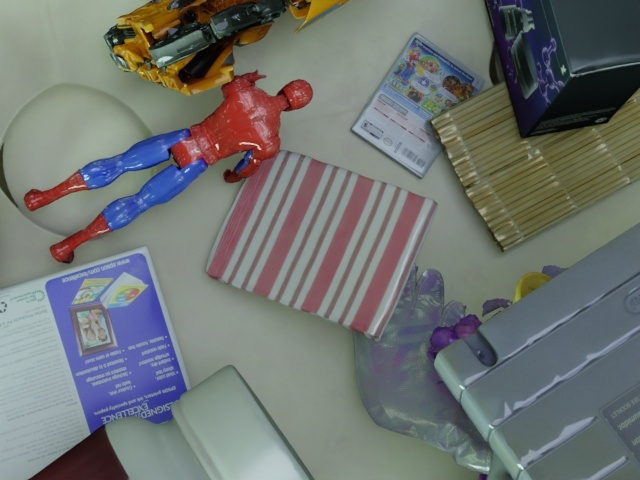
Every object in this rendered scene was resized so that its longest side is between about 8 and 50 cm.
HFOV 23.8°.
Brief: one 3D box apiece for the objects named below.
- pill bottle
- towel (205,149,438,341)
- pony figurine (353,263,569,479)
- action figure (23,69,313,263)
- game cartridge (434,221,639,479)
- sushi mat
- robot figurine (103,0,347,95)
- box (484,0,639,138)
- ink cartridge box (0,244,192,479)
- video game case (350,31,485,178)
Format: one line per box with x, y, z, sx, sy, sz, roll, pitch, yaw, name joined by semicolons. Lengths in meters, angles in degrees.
-0.183;0.291;1.278;0.392;0.224;0.224;-35;91;-5;pill bottle
0.000;0.000;1.423;0.197;0.029;0.144;19;78;24;towel
0.178;0.162;1.355;0.302;0.363;0.351;8;67;-4;pony figurine
-0.127;-0.080;1.432;0.280;0.139;0.091;-27;92;10;action figure
0.294;0.088;1.144;0.355;0.068;0.230;-31;72;-10;game cartridge
0.273;-0.122;1.531;0.316;0.019;0.151;-27;90;-15;sushi mat
-0.060;-0.224;1.404;0.291;0.211;0.085;-33;113;-14;robot figurine
0.224;-0.253;1.443;0.103;0.184;0.261;-11;77;-12;box
-0.229;0.132;1.401;0.206;0.045;0.208;-17;86;-12;ink cartridge box
0.097;-0.135;1.511;0.087;0.011;0.122;34;79;-5;video game case
